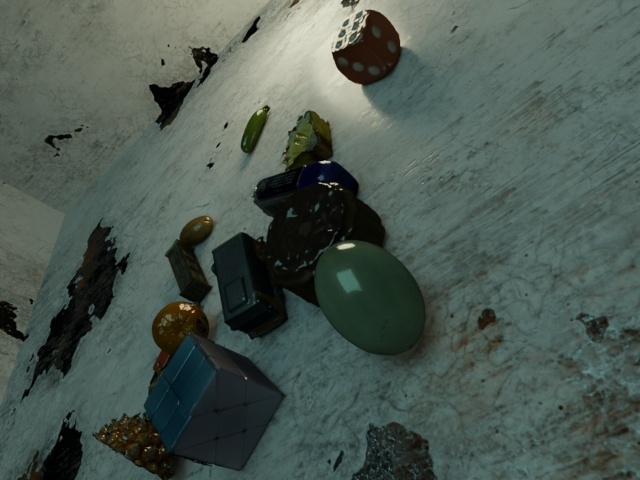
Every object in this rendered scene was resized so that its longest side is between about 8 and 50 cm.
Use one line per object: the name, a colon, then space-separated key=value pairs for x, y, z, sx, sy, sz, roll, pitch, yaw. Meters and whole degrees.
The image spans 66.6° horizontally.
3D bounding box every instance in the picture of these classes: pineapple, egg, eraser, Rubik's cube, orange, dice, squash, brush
pineapple: x=-0.464 y=0.500 z=1.406 sx=0.263 sy=0.262 sz=0.271 roll=-1 pitch=49 yaw=47
egg: x=0.103 y=0.120 z=1.051 sx=0.203 sy=0.203 sz=0.282 roll=-45 pitch=63 yaw=12
eraser: x=-0.056 y=-0.149 z=1.496 sx=0.332 sy=0.155 sz=0.101 roll=-11 pitch=53 yaw=43
Rubik's cube: x=-0.272 y=0.406 z=1.238 sx=0.225 sy=0.221 sz=0.231 roll=21 pitch=78 yaw=53
pineapple: x=-0.035 y=-0.326 z=1.674 sx=0.186 sy=0.115 sz=0.236 roll=16 pitch=84 yaw=51
orange: x=-0.450 y=0.284 z=1.572 sx=0.155 sy=0.178 sz=0.177 roll=-4 pitch=58 yaw=62
dice: x=0.154 y=-0.656 z=1.652 sx=0.174 sy=0.179 sz=0.174 roll=-4 pitch=57 yaw=46
squash: x=-0.285 y=-0.481 z=2.086 sx=0.066 sy=0.066 sz=0.252 roll=-6 pitch=56 yaw=45
brush: x=-0.500 y=0.355 z=1.670 sx=0.070 sy=0.051 sz=0.323 roll=7 pitch=67 yaw=52

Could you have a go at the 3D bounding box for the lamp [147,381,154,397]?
lamp: x=-0.518 y=0.495 z=1.565 sx=0.163 sy=0.091 sz=0.090 roll=-36 pitch=37 yaw=48

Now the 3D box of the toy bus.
toy bus: x=-0.208 y=0.126 z=1.414 sx=0.139 sy=0.167 sz=0.275 roll=-31 pitch=54 yaw=17

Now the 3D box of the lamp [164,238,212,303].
lamp: x=-0.504 y=0.111 z=1.837 sx=0.090 sy=0.089 sz=0.325 roll=-51 pitch=37 yaw=4

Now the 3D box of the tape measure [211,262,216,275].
tape measure: x=-0.271 y=0.067 z=1.604 sx=0.180 sy=0.107 sz=0.104 roll=-42 pitch=36 yaw=15

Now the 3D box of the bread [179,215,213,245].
bread: x=-0.514 y=-0.041 z=1.983 sx=0.189 sy=0.077 sz=0.114 roll=-26 pitch=49 yaw=29

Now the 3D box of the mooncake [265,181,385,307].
mooncake: x=0.000 y=0.002 z=1.294 sx=0.324 sy=0.187 sz=0.323 roll=-26 pitch=47 yaw=31
